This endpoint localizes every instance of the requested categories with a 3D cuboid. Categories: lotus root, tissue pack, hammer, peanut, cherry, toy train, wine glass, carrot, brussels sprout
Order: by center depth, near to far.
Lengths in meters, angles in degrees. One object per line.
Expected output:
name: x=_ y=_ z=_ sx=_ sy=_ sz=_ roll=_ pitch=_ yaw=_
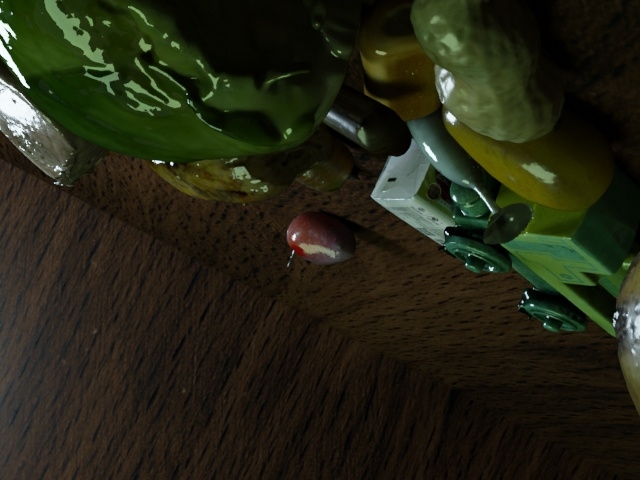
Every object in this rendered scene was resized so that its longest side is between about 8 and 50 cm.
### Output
peanut: x=0.157 y=-0.168 z=1.389 sx=0.117 sy=0.101 sz=0.263 roll=-20 pitch=154 yaw=10
brussels sprout: x=-0.151 y=-0.228 z=1.427 sx=0.371 sy=0.275 sz=0.315 roll=25 pitch=156 yaw=-11
hammer: x=-0.063 y=-0.189 z=1.625 sx=0.409 sy=0.095 sz=0.242 roll=36 pitch=177 yaw=39
wine glass: x=0.163 y=-0.083 z=1.681 sx=0.066 sy=0.066 sz=0.198 roll=40 pitch=-165 yaw=-51
toy train: x=0.313 y=0.014 z=1.810 sx=0.237 sy=0.150 sz=0.369 roll=8 pitch=161 yaw=42
tissue pack: x=0.162 y=-0.058 z=1.913 sx=0.149 sy=0.099 sz=0.106 roll=32 pitch=166 yaw=-28
lotus root: x=-0.125 y=-0.149 z=1.935 sx=0.291 sy=0.193 sz=0.193 roll=7 pitch=158 yaw=47
carrot: x=-0.045 y=-0.139 z=2.072 sx=0.193 sy=0.087 sz=0.087 roll=32 pitch=168 yaw=-15
cherry: x=0.003 y=-0.002 z=2.598 sx=0.126 sy=0.086 sz=0.106 roll=5 pitch=163 yaw=11

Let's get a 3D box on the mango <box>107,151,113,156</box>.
mango: x=-0.387 y=-0.240 z=2.247 sx=0.257 sy=0.138 sz=0.187 roll=33 pitch=-179 yaw=17

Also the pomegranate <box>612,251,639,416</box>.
pomegranate: x=0.438 y=0.096 z=1.466 sx=0.322 sy=0.322 sz=0.322 roll=26 pitch=169 yaw=5

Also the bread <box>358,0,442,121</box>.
bread: x=0.085 y=-0.188 z=1.539 sx=0.093 sy=0.073 sz=0.239 roll=-14 pitch=167 yaw=-1

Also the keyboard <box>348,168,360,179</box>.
keyboard: x=-0.022 y=-0.116 z=2.287 sx=0.072 sy=0.023 sz=0.231 roll=24 pitch=172 yaw=-28

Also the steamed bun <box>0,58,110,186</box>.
steamed bun: x=-0.331 y=-0.218 z=1.940 sx=0.199 sy=0.251 sz=0.301 roll=36 pitch=164 yaw=-1

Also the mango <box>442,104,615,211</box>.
mango: x=0.218 y=-0.105 z=1.580 sx=0.195 sy=0.098 sz=0.137 roll=33 pitch=172 yaw=4
